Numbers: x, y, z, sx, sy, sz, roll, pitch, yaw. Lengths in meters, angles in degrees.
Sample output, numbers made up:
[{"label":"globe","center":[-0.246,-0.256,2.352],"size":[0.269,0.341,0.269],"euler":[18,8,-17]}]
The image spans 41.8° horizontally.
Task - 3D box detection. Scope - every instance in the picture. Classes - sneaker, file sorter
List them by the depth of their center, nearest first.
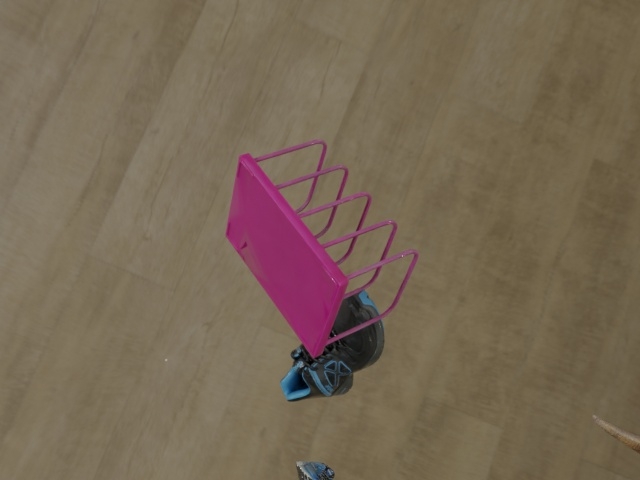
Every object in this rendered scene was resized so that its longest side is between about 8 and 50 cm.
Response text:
[{"label":"file sorter","center":[0.000,0.000,1.402],"size":[0.182,0.202,0.291],"euler":[-21,58,-30]},{"label":"sneaker","center":[0.022,0.225,1.661],"size":[0.139,0.341,0.125],"euler":[-12,54,-28]},{"label":"sneaker","center":[-0.008,0.468,1.676],"size":[0.073,0.162,0.063],"euler":[-11,90,-6]}]

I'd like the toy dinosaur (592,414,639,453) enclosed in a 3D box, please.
[{"label":"toy dinosaur","center":[0.222,0.129,0.400],"size":[0.112,0.211,0.064],"euler":[-22,52,23]}]
